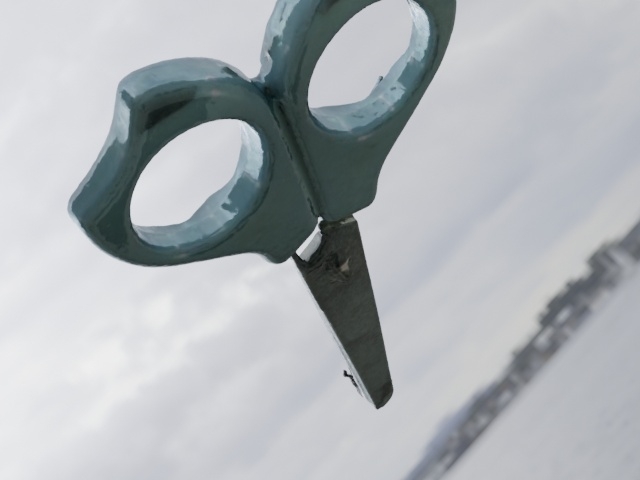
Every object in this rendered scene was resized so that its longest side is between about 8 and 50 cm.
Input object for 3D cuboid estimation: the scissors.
[{"bbox_3d":[-0.001,-0.001,0.887,0.191,0.029,0.360,-37,-28,-10],"label":"scissors"}]
